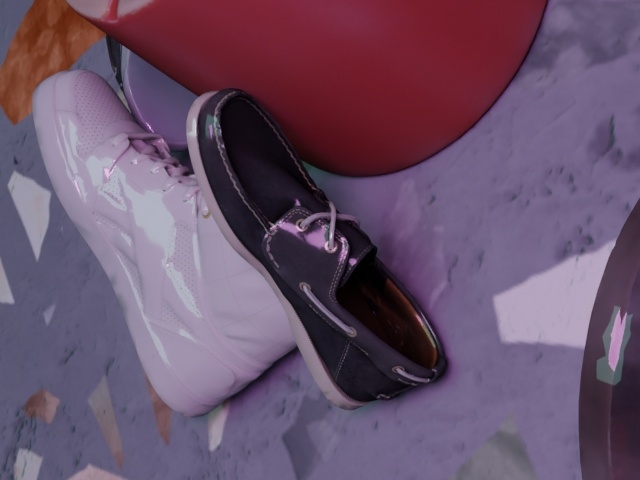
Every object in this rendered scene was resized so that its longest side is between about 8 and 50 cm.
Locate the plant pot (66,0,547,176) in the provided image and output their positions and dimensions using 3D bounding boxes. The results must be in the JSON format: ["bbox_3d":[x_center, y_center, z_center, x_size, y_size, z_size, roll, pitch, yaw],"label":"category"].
[{"bbox_3d":[-0.025,-0.197,0.755,0.275,0.243,0.274,-14,70,41],"label":"plant pot"}]

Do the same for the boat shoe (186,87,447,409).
[{"bbox_3d":[0.000,0.000,0.720,0.079,0.084,0.233,-19,108,43],"label":"boat shoe"}]

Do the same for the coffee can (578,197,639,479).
[{"bbox_3d":[0.268,0.069,0.422,0.275,0.202,0.201,7,83,45],"label":"coffee can"}]

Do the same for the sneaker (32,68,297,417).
[{"bbox_3d":[-0.095,-0.034,0.851,0.169,0.108,0.292,-34,79,29],"label":"sneaker"}]

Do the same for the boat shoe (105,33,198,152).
[{"bbox_3d":[-0.153,-0.165,0.994,0.076,0.080,0.228,-53,51,53],"label":"boat shoe"}]
